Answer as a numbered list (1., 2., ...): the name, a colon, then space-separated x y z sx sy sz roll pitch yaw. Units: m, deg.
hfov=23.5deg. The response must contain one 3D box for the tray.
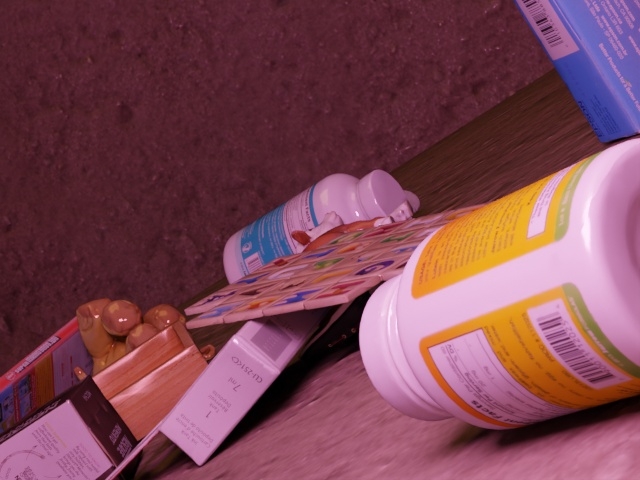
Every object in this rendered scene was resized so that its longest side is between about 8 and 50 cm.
1. tray: -0.331 0.262 2.043 0.411 0.076 0.203 -33 11 -6

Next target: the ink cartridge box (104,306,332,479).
1. ink cartridge box: -0.109 0.168 1.673 0.261 0.066 0.296 -49 -1 19

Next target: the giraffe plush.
1. giraffe plush: -0.255 0.166 2.324 0.170 0.181 0.210 -23 -39 -41

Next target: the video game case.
1. video game case: -0.427 0.251 2.319 0.285 0.025 0.204 -43 -33 -44

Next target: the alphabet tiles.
1. alphabet tiles: 0.026 0.025 1.627 0.342 0.011 0.285 -12 12 42

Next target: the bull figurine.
1. bull figurine: 0.035 0.025 1.928 0.188 0.101 0.310 -25 12 18

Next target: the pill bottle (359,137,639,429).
1. pill bottle: 0.132 0.039 0.927 0.136 0.136 0.245 -37 6 -36

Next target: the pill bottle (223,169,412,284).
1. pill bottle: 0.000 0.000 2.178 0.264 0.146 0.146 -30 6 29

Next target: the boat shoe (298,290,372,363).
1. boat shoe: 0.020 0.100 1.671 0.133 0.042 0.049 -47 4 41

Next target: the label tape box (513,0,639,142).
1. label tape box: 0.431 -0.317 1.888 0.347 0.249 0.115 -35 5 -16

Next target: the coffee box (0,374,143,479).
1. coffee box: -0.364 0.293 1.767 0.297 0.119 0.168 -33 4 3

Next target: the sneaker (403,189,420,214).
1. sneaker: 0.095 -0.014 2.351 0.158 0.061 0.065 -35 -22 -36
